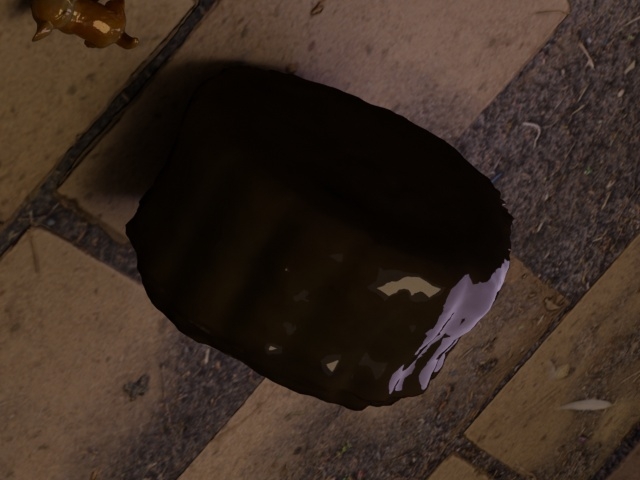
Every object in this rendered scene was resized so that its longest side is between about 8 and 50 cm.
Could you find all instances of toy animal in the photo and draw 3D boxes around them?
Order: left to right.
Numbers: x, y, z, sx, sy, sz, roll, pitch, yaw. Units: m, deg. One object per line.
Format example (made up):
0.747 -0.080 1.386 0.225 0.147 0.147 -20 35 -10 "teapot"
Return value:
-0.187 -0.171 1.469 0.060 0.081 0.083 -51 169 11 "toy animal"

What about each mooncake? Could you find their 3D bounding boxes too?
0.000 0.000 1.658 0.324 0.324 0.187 -2 130 -51 "mooncake"
